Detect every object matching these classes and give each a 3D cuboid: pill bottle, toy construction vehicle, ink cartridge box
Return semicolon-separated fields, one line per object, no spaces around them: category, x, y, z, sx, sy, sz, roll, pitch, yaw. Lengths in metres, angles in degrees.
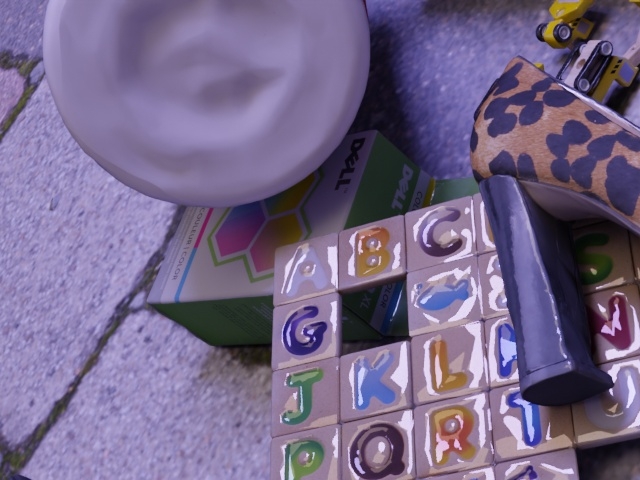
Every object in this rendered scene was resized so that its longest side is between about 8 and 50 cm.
pill bottle;-0.061;-0.150;0.902;0.176;0.176;0.318;-42;15;14
toy construction vehicle;0.143;-0.098;0.817;0.098;0.035;0.086;-58;25;-12
ink cartridge box;0.000;0.000;0.858;0.209;0.062;0.109;-6;55;44

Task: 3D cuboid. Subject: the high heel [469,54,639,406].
high heel;0.184;-0.051;0.647;0.261;0.093;0.186;-24;55;28

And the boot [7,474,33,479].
boot;-0.184;0.304;0.780;0.222;0.118;0.338;-49;25;9

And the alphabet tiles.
alphabet tiles;0.082;0.057;0.711;0.237;0.009;0.198;-16;52;21
